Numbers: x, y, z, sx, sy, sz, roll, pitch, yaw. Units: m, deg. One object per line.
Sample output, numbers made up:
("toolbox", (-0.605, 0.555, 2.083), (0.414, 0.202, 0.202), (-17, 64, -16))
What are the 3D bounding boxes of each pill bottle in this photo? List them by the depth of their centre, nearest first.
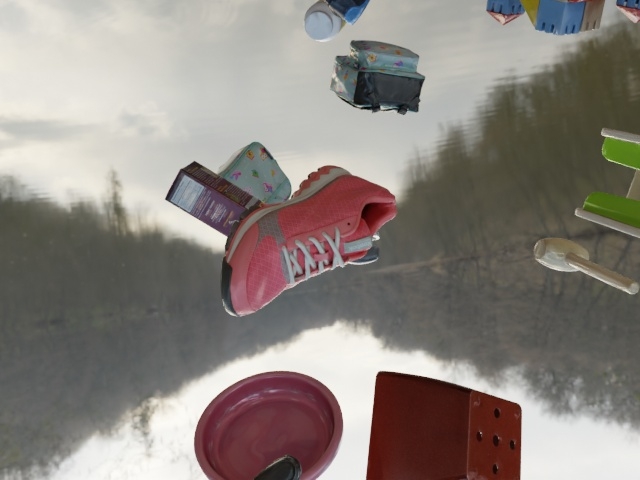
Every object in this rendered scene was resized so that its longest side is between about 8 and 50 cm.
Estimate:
("pill bottle", (0.012, -0.603, 1.940), (0.103, 0.103, 0.184), (-9, -155, 17))

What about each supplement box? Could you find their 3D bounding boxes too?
("supplement box", (-0.224, -0.083, 1.527), (0.188, 0.080, 0.104), (31, -162, -4))

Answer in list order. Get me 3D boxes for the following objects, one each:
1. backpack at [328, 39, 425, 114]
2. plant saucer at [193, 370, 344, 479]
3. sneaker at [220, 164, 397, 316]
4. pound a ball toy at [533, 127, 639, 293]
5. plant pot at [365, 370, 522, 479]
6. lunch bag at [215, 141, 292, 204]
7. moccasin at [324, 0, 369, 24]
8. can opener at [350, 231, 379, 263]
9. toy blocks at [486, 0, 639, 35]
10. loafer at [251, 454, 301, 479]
("backpack", (0.111, -0.346, 1.495), (0.166, 0.144, 0.188), (-3, -162, -26))
("plant saucer", (-0.110, 0.437, 1.573), (0.332, 0.084, 0.332), (-6, -142, 5))
("sneaker", (-0.007, -0.006, 0.944), (0.136, 0.116, 0.314), (15, -139, 32))
("pound a ball toy", (0.446, -0.016, 0.897), (0.136, 0.208, 0.319), (10, -169, -26))
("plant pot", (0.282, 0.429, 1.526), (0.267, 0.267, 0.236), (23, 154, -35))
("lunch bag", (-0.205, -0.150, 2.122), (0.108, 0.224, 0.279), (-21, -155, 41))
("moccasin", (0.073, -0.621, 1.608), (0.117, 0.342, 0.137), (28, 128, -14))
("can opener", (0.000, 0.000, 1.656), (0.284, 0.095, 0.076), (4, 167, -6))
("toy blocks", (0.371, -0.431, 1.060), (0.191, 0.260, 0.381), (-17, -147, -33))
("loafer", (-0.096, 0.390, 1.053), (0.170, 0.062, 0.061), (-49, 161, -1))
